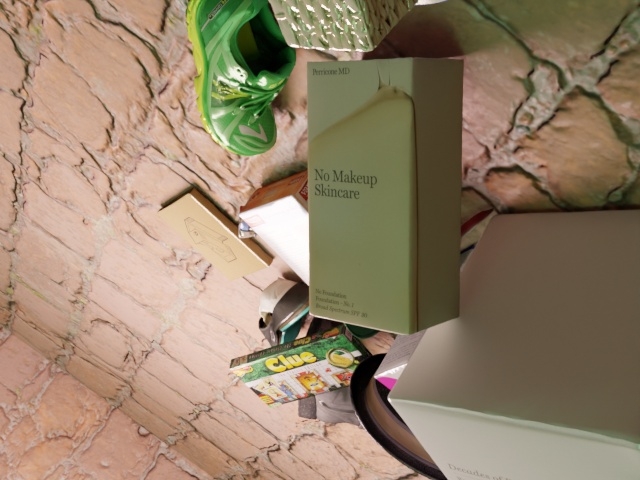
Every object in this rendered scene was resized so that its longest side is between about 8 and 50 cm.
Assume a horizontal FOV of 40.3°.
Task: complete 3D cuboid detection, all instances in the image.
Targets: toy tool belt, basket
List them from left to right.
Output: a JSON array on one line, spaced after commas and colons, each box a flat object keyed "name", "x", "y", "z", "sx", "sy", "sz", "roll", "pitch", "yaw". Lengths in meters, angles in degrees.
[{"name": "toy tool belt", "x": -0.114, "y": -0.035, "z": 1.497, "sx": 0.051, "sy": 0.052, "sz": 0.083, "roll": 2, "pitch": 152, "yaw": -6}, {"name": "basket", "x": 0.007, "y": -0.260, "z": 0.774, "sx": 0.113, "sy": 0.103, "sz": 0.167, "roll": 11, "pitch": 142, "yaw": 33}]

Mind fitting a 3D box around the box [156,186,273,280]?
[{"name": "box", "x": -0.201, "y": -0.007, "z": 1.641, "sx": 0.201, "sy": 0.021, "sz": 0.164, "roll": 43, "pitch": 149, "yaw": -16}]

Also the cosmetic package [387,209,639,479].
[{"name": "cosmetic package", "x": 0.364, "y": 0.208, "z": 1.082, "sx": 0.327, "sy": 0.329, "sz": 0.393, "roll": 0, "pitch": 135, "yaw": 46}]

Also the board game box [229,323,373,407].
[{"name": "board game box", "x": -0.027, "y": 0.234, "z": 1.601, "sx": 0.260, "sy": 0.030, "sz": 0.136, "roll": -21, "pitch": 124, "yaw": 30}]

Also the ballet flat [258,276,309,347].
[{"name": "ballet flat", "x": -0.073, "y": 0.132, "z": 1.649, "sx": 0.096, "sy": 0.095, "sz": 0.280, "roll": 44, "pitch": 151, "yaw": 8}]

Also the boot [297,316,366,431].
[{"name": "boot", "x": 0.073, "y": 0.274, "z": 1.714, "sx": 0.223, "sy": 0.118, "sz": 0.338, "roll": 15, "pitch": 147, "yaw": 13}]

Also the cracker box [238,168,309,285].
[{"name": "cracker box", "x": 0.000, "y": 0.000, "z": 1.405, "sx": 0.232, "sy": 0.067, "sz": 0.156, "roll": 46, "pitch": 148, "yaw": -21}]

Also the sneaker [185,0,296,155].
[{"name": "sneaker", "x": -0.096, "y": -0.213, "z": 1.150, "sx": 0.123, "sy": 0.109, "sz": 0.295, "roll": 25, "pitch": 149, "yaw": 24}]

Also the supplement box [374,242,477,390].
[{"name": "supplement box", "x": 0.190, "y": 0.132, "z": 1.252, "sx": 0.111, "sy": 0.220, "sz": 0.114, "roll": 39, "pitch": 150, "yaw": -7}]

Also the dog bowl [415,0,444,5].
[{"name": "dog bowl", "x": 0.074, "y": -0.351, "z": 0.788, "sx": 0.265, "sy": 0.104, "sz": 0.265, "roll": 25, "pitch": 149, "yaw": 16}]

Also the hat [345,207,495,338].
[{"name": "hat", "x": 0.145, "y": 0.069, "z": 1.250, "sx": 0.183, "sy": 0.173, "sz": 0.208, "roll": 14, "pitch": 142, "yaw": 35}]

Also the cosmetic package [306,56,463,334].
[{"name": "cosmetic package", "x": 0.076, "y": -0.058, "z": 1.037, "sx": 0.160, "sy": 0.113, "sz": 0.309, "roll": 6, "pitch": 102, "yaw": 40}]

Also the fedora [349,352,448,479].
[{"name": "fedora", "x": 0.219, "y": 0.247, "z": 1.410, "sx": 0.334, "sy": 0.334, "sz": 0.152, "roll": 27, "pitch": 119, "yaw": 13}]
